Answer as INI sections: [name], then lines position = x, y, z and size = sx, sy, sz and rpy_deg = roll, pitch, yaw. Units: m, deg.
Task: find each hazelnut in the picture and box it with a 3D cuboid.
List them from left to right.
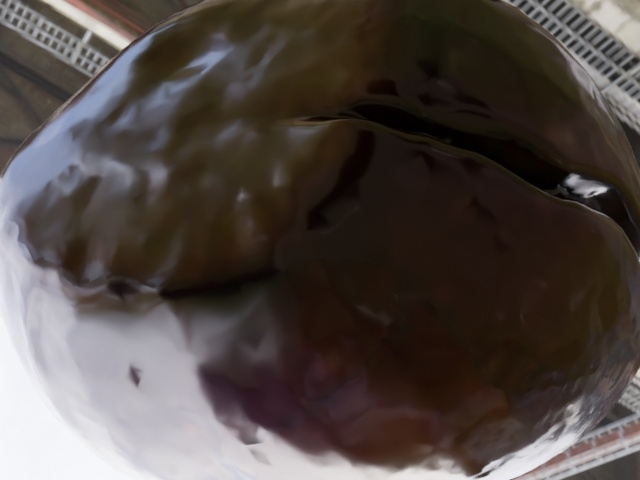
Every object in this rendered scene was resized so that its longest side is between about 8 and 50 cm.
[hazelnut]
position = 0.000, 0.000, 0.591
size = 0.402, 0.429, 0.402
rpy_deg = 46, -147, -43
